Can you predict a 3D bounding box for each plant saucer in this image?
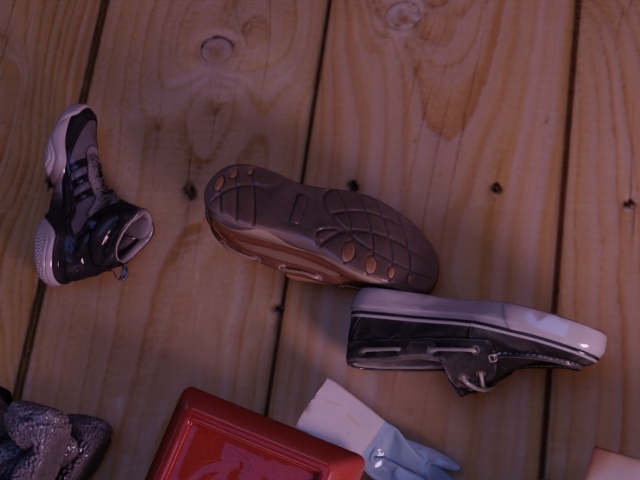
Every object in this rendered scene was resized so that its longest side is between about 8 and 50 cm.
[{"bbox_3d":[-0.111,0.337,1.711,0.259,0.048,0.258,20,80,18],"label":"plant saucer"}]

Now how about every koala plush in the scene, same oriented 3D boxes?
[{"bbox_3d":[-0.427,0.270,1.801,0.221,0.196,0.203,28,86,20],"label":"koala plush"}]

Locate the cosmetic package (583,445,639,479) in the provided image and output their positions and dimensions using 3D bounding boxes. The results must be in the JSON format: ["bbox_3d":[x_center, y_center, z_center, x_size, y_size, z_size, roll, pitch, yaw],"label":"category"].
[{"bbox_3d":[0.435,0.343,1.561,0.296,0.153,0.129,15,72,19],"label":"cosmetic package"}]

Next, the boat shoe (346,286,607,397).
[{"bbox_3d":[0.189,0.139,1.747,0.335,0.121,0.119,5,76,28],"label":"boat shoe"}]

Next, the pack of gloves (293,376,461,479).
[{"bbox_3d":[0.052,0.316,1.742,0.232,0.046,0.195,32,79,14],"label":"pack of gloves"}]

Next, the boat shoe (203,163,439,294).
[{"bbox_3d":[0.000,0.000,1.848,0.324,0.116,0.123,23,57,3],"label":"boat shoe"}]

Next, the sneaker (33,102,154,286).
[{"bbox_3d":[-0.307,-0.064,1.964,0.153,0.101,0.268,1,73,14],"label":"sneaker"}]

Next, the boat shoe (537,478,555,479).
[{"bbox_3d":[0.197,0.349,1.654,0.223,0.073,0.080,-25,71,-2],"label":"boat shoe"}]
